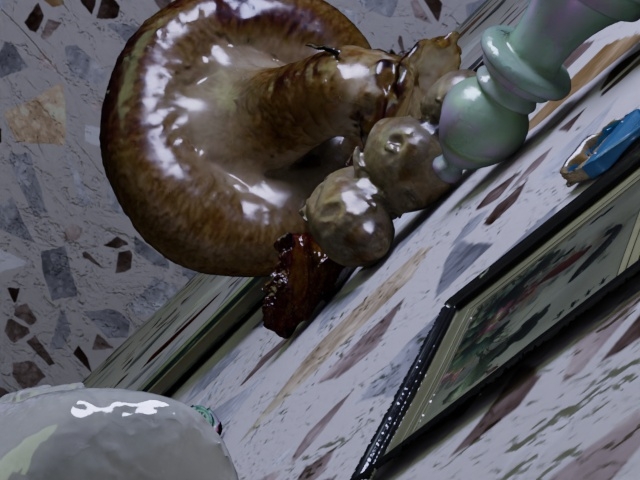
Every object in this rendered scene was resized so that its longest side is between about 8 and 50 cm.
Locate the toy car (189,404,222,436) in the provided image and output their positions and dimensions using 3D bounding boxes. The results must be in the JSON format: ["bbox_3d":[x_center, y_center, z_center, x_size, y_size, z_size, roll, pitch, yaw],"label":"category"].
[{"bbox_3d":[-0.133,0.176,1.221,0.142,0.055,0.069,-35,5,-42],"label":"toy car"}]

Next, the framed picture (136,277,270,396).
[{"bbox_3d":[-0.131,0.109,1.945,0.315,0.024,0.232,-44,3,-3],"label":"framed picture"}]

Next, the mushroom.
[{"bbox_3d":[-0.068,-0.117,1.685,0.356,0.334,0.331,-151,86,-84],"label":"mushroom"}]

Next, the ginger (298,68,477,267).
[{"bbox_3d":[0.075,-0.061,1.341,0.204,0.080,0.104,-45,37,4],"label":"ginger"}]

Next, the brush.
[{"bbox_3d":[0.185,-0.069,0.864,0.051,0.014,0.164,-49,7,-31],"label":"brush"}]

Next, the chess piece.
[{"bbox_3d":[0.161,-0.146,1.178,0.271,0.139,0.139,-54,-1,31],"label":"chess piece"}]

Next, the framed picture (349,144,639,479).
[{"bbox_3d":[0.105,0.023,0.768,0.195,0.010,0.199,-42,6,31],"label":"framed picture"}]

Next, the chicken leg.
[{"bbox_3d":[0.001,0.006,1.419,0.053,0.093,0.205,1,36,27],"label":"chicken leg"}]

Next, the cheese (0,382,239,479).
[{"bbox_3d":[-0.144,0.162,0.810,0.198,0.154,0.189,-43,24,-19],"label":"cheese"}]
